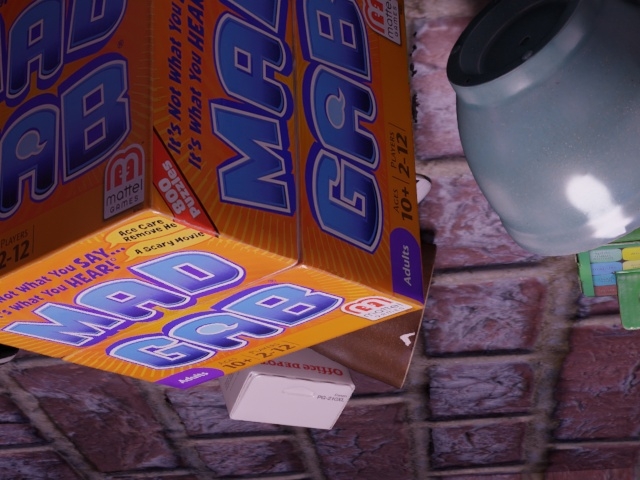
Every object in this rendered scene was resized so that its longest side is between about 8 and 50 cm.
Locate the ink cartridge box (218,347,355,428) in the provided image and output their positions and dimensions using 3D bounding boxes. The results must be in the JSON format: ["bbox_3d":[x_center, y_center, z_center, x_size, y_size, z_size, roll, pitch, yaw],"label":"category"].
[{"bbox_3d":[-0.069,0.160,2.329,0.172,0.237,0.100,9,126,-26],"label":"ink cartridge box"}]

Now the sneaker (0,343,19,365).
[{"bbox_3d":[-0.657,0.134,2.385,0.257,0.169,0.448,-31,153,34],"label":"sneaker"}]

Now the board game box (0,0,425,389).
[{"bbox_3d":[-0.151,-0.089,1.583,0.356,0.356,0.356,-22,150,39],"label":"board game box"}]

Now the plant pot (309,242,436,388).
[{"bbox_3d":[0.030,0.082,2.254,0.231,0.215,0.215,14,157,2],"label":"plant pot"}]

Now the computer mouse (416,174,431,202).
[{"bbox_3d":[0.053,-0.055,2.093,0.193,0.042,0.106,-4,157,4],"label":"computer mouse"}]

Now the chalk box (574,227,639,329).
[{"bbox_3d":[0.383,-0.042,1.834,0.180,0.288,0.179,-7,157,10],"label":"chalk box"}]

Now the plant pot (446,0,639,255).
[{"bbox_3d":[0.254,-0.156,1.614,0.293,0.293,0.196,-22,124,39],"label":"plant pot"}]
